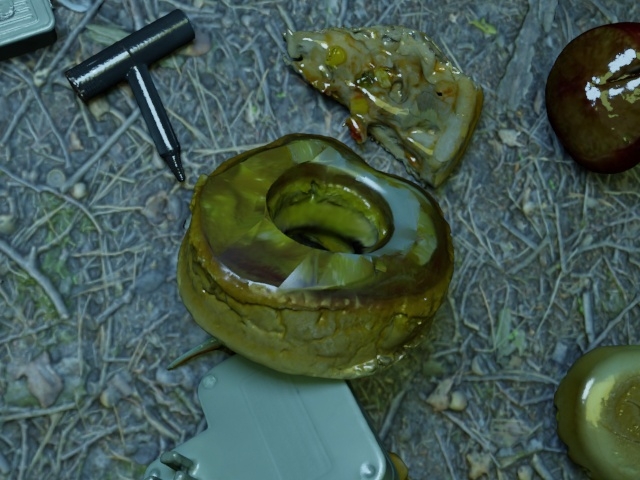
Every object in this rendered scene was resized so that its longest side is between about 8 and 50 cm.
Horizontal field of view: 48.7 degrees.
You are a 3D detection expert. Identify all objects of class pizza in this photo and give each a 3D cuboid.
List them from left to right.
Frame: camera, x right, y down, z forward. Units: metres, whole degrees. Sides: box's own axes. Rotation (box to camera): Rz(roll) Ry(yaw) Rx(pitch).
[{"bbox_3d":[0.087,-0.216,0.961,0.297,0.071,0.189,37,79,-4],"label":"pizza"}]

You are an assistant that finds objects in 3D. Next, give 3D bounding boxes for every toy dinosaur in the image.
[{"bbox_3d":[-0.096,0.124,0.894,0.106,0.044,0.187,35,101,-27],"label":"toy dinosaur"}]

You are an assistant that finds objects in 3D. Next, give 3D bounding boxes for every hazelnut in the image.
[{"bbox_3d":[0.405,-0.194,0.981,0.178,0.178,0.203,-2,89,-11],"label":"hazelnut"}]

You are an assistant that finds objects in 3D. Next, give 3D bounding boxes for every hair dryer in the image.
[{"bbox_3d":[-0.202,-0.180,0.919,0.173,0.050,0.194,-36,95,-12],"label":"hair dryer"}]

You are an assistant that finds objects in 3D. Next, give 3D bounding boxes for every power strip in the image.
[{"bbox_3d":[-0.077,0.236,0.800,0.261,0.141,0.229,-31,54,1],"label":"power strip"}]

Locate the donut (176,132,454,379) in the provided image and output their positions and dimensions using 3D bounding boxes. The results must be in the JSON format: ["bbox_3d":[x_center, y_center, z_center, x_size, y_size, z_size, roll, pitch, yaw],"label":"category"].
[{"bbox_3d":[0.000,0.000,0.834,0.330,0.159,0.329,10,43,-10],"label":"donut"}]

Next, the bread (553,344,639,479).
[{"bbox_3d":[0.414,0.237,0.952,0.214,0.105,0.213,1,85,-13],"label":"bread"}]

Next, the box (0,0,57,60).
[{"bbox_3d":[-0.391,-0.274,0.879,0.123,0.069,0.084,-22,89,-12],"label":"box"}]

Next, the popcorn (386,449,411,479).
[{"bbox_3d":[0.117,0.400,0.809,0.225,0.265,0.332,-43,68,12],"label":"popcorn"}]
